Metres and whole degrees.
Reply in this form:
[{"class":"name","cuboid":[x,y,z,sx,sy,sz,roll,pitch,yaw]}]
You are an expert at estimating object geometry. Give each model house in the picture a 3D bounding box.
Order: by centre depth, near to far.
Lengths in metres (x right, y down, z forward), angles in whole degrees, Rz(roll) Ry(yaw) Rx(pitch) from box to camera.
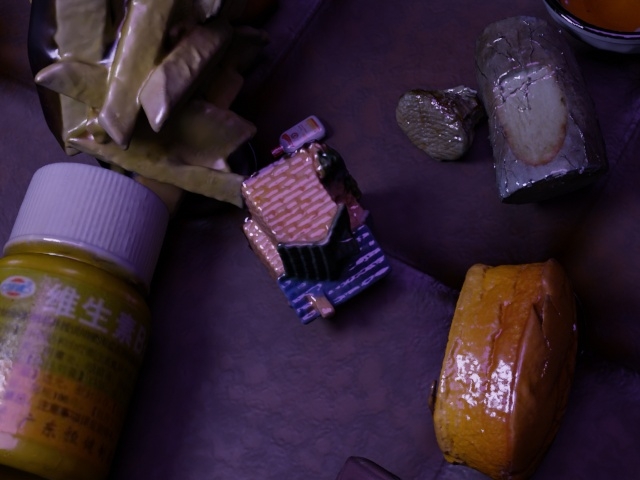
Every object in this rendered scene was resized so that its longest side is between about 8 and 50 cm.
[{"class":"model house","cuboid":[0.000,0.000,1.479,0.166,0.183,0.172,-29,61,-4]}]

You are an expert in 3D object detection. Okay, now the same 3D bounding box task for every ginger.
[{"class":"ginger","cuboid":[-0.178,-0.219,1.517,0.358,0.413,0.211,-34,50,-21]}]

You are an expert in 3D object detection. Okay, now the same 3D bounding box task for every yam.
[{"class":"yam","cuboid":[0.288,-0.159,1.533,0.154,0.154,0.254,-10,60,4]}]

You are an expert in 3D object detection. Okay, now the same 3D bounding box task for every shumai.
[{"class":"shumai","cuboid":[0.171,-0.174,1.595,0.124,0.099,0.087,37,59,21]}]

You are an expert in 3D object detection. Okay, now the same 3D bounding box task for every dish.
[{"class":"dish","cuboid":[0.433,-0.364,1.620,0.303,0.120,0.303,-4,64,7]}]

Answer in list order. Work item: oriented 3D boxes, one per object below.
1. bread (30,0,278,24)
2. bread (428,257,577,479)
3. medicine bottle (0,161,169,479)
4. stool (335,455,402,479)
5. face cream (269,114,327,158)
[{"class":"bread","cuboid":[-0.235,-0.373,1.616,0.333,0.323,0.143,-41,56,-10]},{"class":"bread","cuboid":[0.224,0.148,1.368,0.143,0.195,0.269,4,62,22]},{"class":"medicine bottle","cuboid":[-0.327,0.113,1.455,0.224,0.224,0.384,7,65,12]},{"class":"stool","cuboid":[0.100,0.370,1.246,0.272,0.272,0.178,31,81,21]},{"class":"face cream","cuboid":[-0.033,-0.142,1.644,0.083,0.021,0.040,-33,63,-7]}]
